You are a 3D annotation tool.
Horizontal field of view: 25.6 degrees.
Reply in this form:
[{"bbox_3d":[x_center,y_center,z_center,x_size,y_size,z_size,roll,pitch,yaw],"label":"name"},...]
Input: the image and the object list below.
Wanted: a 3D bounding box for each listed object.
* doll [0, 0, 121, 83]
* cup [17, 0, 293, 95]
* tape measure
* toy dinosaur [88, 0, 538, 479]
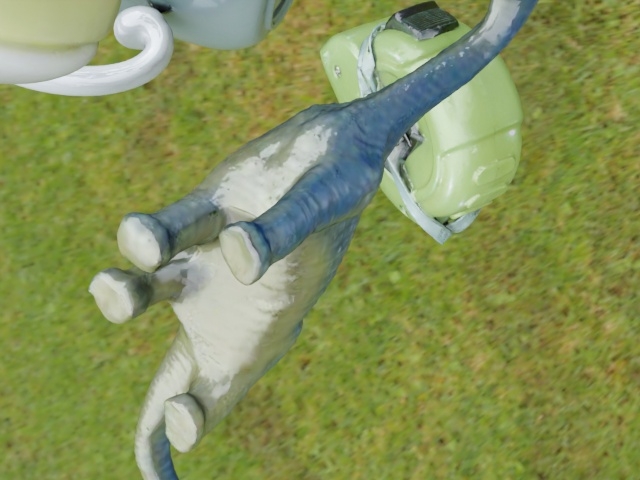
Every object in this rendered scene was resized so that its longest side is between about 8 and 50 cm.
[{"bbox_3d":[-0.117,-0.172,0.541,0.117,0.141,0.296,35,110,37],"label":"doll"},{"bbox_3d":[-0.149,-0.263,1.128,0.275,0.356,0.259,21,155,2],"label":"cup"},{"bbox_3d":[0.078,-0.090,1.020,0.177,0.087,0.154,65,154,3],"label":"tape measure"},{"bbox_3d":[0.000,0.000,0.575,0.075,0.188,0.247,39,136,24],"label":"toy dinosaur"}]
